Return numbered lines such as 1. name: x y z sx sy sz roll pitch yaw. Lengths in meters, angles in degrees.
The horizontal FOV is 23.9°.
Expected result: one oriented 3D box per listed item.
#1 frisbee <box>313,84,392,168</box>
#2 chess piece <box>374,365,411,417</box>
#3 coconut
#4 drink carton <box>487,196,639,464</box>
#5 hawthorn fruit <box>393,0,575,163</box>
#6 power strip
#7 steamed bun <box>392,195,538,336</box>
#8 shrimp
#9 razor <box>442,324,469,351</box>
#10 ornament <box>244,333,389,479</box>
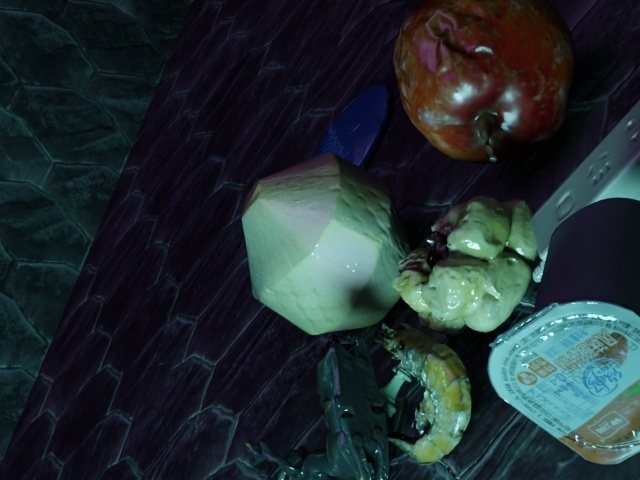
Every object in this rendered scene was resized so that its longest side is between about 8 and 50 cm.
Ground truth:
1. frisbee: 0.038 -0.170 2.589 0.242 0.045 0.242 -50 20 25
2. chess piece: 0.099 0.178 1.930 0.093 0.042 0.042 -56 19 -4
3. coconut: 0.000 0.000 2.121 0.259 0.259 0.259 -49 22 27
4. drink carton: 0.280 0.069 1.443 0.185 0.191 0.189 -40 20 47
5. hawthorn fruit: 0.209 -0.191 1.917 0.242 0.242 0.271 -42 35 40
6. power strip: 0.342 -0.079 1.679 0.338 0.058 0.098 -50 21 25
7. steamed bun: 0.175 0.017 1.811 0.192 0.106 0.177 -57 20 -12
8. shrimp: 0.113 0.183 1.819 0.217 0.051 0.150 41 121 56
9. razor: 0.177 0.102 1.856 0.066 0.033 0.190 -13 48 63
10. ornament: -0.013 0.242 1.950 0.236 0.080 0.202 -32 64 51
